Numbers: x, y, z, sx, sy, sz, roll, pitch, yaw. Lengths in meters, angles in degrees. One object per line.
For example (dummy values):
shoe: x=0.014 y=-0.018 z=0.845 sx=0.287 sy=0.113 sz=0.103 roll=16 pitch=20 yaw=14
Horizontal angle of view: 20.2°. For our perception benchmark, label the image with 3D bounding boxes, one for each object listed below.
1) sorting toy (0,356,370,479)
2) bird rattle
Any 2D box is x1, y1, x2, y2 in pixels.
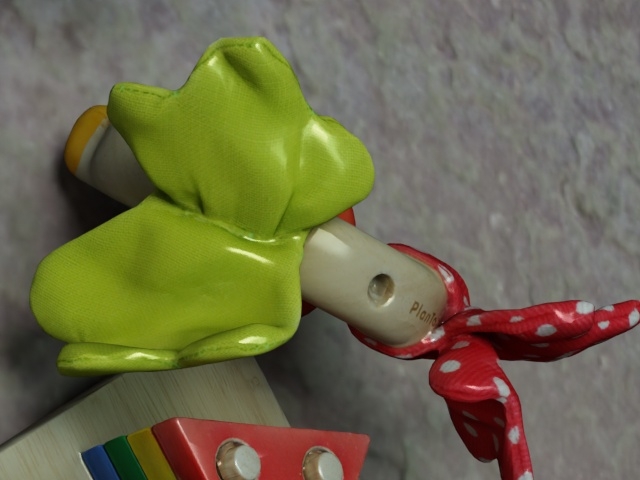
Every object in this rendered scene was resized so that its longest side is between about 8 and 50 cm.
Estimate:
sorting toy: x=-0.039 y=0.181 z=0.707 sx=0.255 sy=0.089 sz=0.257 roll=-33 pitch=97 yaw=-49
bird rattle: x=0.000 y=0.000 z=0.751 sx=0.253 sy=0.207 sz=0.143 roll=17 pitch=98 yaw=-37
